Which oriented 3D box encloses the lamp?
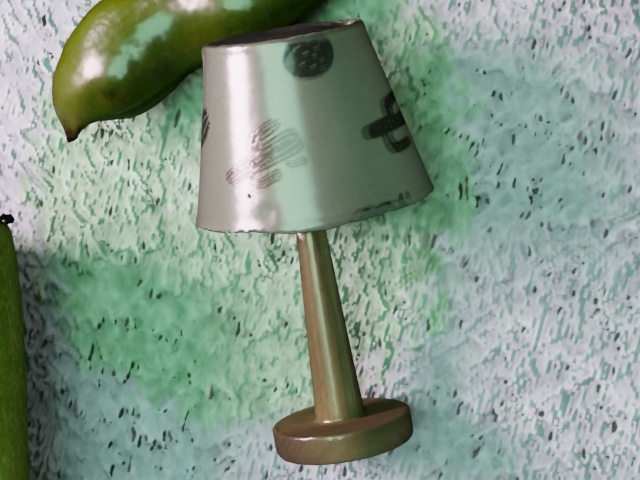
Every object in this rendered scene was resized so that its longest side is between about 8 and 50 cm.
[{"bbox_3d":[0.000,0.000,0.924,0.121,0.121,0.215,-7,99,18],"label":"lamp"}]

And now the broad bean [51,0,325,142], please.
[{"bbox_3d":[-0.023,-0.162,0.964,0.318,0.056,0.098,-46,71,7],"label":"broad bean"}]

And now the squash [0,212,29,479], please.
[{"bbox_3d":[-0.244,0.114,0.964,0.189,0.189,0.261,0,86,18],"label":"squash"}]
